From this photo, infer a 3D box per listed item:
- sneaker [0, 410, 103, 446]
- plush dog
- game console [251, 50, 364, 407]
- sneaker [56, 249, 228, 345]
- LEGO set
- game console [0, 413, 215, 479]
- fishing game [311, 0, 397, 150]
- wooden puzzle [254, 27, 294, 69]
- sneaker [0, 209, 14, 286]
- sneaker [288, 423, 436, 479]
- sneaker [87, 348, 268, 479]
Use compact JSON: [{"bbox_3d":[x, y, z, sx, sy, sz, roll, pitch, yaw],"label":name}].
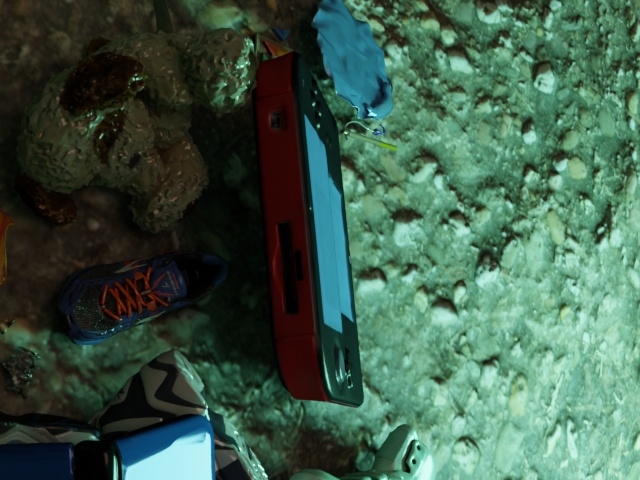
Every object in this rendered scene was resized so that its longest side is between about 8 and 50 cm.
[{"bbox_3d":[-0.305,0.202,1.049,0.211,0.080,0.081,15,87,-33],"label":"sneaker"},{"bbox_3d":[-0.219,-0.131,1.162,0.210,0.262,0.225,38,34,10],"label":"plush dog"},{"bbox_3d":[0.000,0.000,1.321,0.342,0.060,0.387,35,49,-73],"label":"game console"},{"bbox_3d":[-0.189,0.049,1.207,0.221,0.087,0.083,-25,96,-47],"label":"sneaker"},{"bbox_3d":[-0.303,0.117,1.116,0.054,0.023,0.083,-43,110,-43],"label":"LEGO set"},{"bbox_3d":[-0.230,0.318,1.040,0.250,0.173,0.293,-6,96,-61],"label":"game console"},{"bbox_3d":[0.040,-0.249,1.558,0.189,0.041,0.264,3,70,-57],"label":"fishing game"},{"bbox_3d":[-0.059,-0.231,1.474,0.078,0.014,0.116,11,70,-44],"label":"wooden puzzle"},{"bbox_3d":[-0.333,0.044,1.081,0.067,0.064,0.175,37,57,-45],"label":"sneaker"},{"bbox_3d":[0.054,0.286,1.381,0.256,0.094,0.151,38,59,-44],"label":"sneaker"},{"bbox_3d":[-0.151,0.246,1.160,0.235,0.153,0.094,57,1,-16],"label":"sneaker"}]
